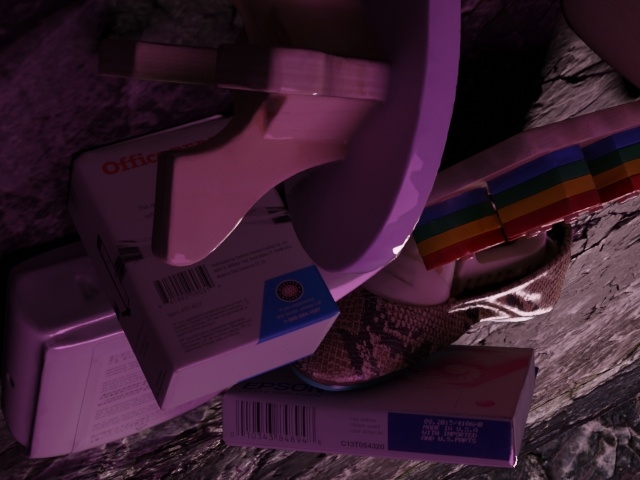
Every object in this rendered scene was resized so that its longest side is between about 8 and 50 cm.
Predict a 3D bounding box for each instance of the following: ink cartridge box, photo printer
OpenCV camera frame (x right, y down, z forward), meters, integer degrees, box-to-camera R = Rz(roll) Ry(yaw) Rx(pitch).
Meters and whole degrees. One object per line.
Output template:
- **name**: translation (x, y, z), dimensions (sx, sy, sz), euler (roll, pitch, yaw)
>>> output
- **ink cartridge box**: translation (-0.100, 0.013, 0.962), dimensions (0.148, 0.203, 0.086), euler (-18, 156, -25)
- **ink cartridge box**: translation (0.087, 0.169, 1.402), dimensions (0.324, 0.071, 0.330), euler (1, -166, 14)
- **photo printer**: translation (-0.187, 0.102, 1.162), dimensions (0.256, 0.107, 0.307), euler (-18, 155, -26)

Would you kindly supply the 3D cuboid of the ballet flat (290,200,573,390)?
- **ballet flat**: translation (0.148, 0.033, 1.399), dimensions (0.483, 0.164, 0.182), euler (-12, 130, -46)

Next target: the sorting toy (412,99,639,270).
- **sorting toy**: translation (0.219, -0.051, 1.215), dimensions (0.257, 0.089, 0.255), euler (-18, 175, -39)

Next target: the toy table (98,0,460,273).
- **toy table**: translation (-0.027, -0.115, 0.774), dimensions (0.161, 0.274, 0.252), euler (1, 177, -33)

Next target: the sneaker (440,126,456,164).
- **sneaker**: translation (0.059, -0.067, 1.166), dimensions (0.161, 0.057, 0.075), euler (-21, 151, -26)

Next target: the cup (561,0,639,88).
- **cup**: translation (0.422, -0.213, 1.063), dimensions (0.331, 0.237, 0.331), euler (-24, 156, -11)

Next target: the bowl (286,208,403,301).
- **bowl**: translation (0.000, 0.000, 1.160), dimensions (0.142, 0.142, 0.053), euler (-34, 121, -2)
